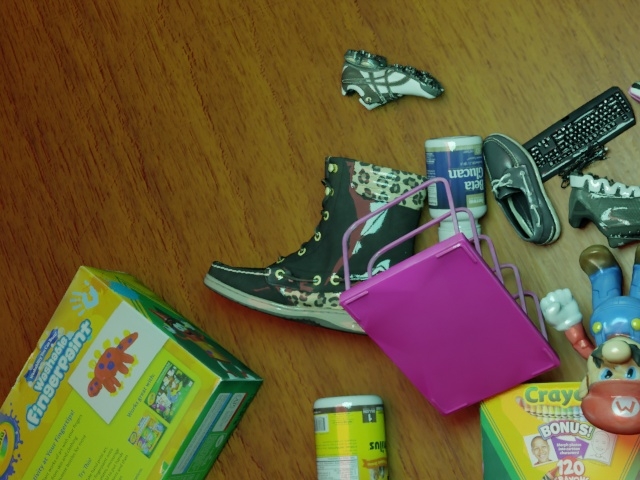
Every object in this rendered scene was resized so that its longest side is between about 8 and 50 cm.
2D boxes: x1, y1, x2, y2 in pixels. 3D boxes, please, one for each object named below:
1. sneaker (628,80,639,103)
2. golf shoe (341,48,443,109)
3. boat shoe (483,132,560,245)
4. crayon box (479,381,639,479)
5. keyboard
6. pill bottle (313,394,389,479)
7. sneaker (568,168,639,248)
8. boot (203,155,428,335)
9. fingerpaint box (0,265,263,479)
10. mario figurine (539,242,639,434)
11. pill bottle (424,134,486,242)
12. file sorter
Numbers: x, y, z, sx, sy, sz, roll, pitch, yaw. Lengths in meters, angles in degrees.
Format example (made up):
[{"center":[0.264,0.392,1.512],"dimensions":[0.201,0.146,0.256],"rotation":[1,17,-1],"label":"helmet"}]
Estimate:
[{"center":[0.554,-0.230,1.606],"dimensions":[0.170,0.063,0.074],"rotation":[11,88,23],"label":"sneaker"},{"center":[0.120,-0.262,1.831],"dimensions":[0.198,0.077,0.094],"rotation":[25,105,34],"label":"golf shoe"},{"center":[0.308,-0.084,1.698],"dimensions":[0.075,0.065,0.206],"rotation":[-42,67,40],"label":"boat shoe"},{"center":[0.385,0.295,1.605],"dimensions":[0.278,0.081,0.165],"rotation":[-6,80,26],"label":"crayon box"},{"center":[0.407,-0.158,1.684],"dimensions":[0.192,0.038,0.100],"rotation":[-35,69,19],"label":"keyboard"},{"center":[0.052,0.363,1.744],"dimensions":[0.117,0.117,0.215],"rotation":[-8,80,26],"label":"pill bottle"},{"center":[0.479,-0.033,1.611],"dimensions":[0.234,0.078,0.106],"rotation":[16,95,30],"label":"sneaker"},{"center":[0.000,0.000,1.810],"dimensions":[0.377,0.138,0.284],"rotation":[12,89,24],"label":"boot"},{"center":[-0.376,0.331,1.940],"dimensions":[0.371,0.163,0.444],"rotation":[34,98,26],"label":"fingerpaint box"},{"center":[0.425,0.122,1.493],"dimensions":[0.198,0.170,0.320],"rotation":[-44,24,44],"label":"mario figurine"},{"center":[0.220,-0.082,1.725],"dimensions":[0.094,0.094,0.169],"rotation":[-1,98,27],"label":"pill bottle"},{"center":[0.189,0.080,1.600],"dimensions":[0.202,0.290,0.182],"rotation":[-29,33,21],"label":"file sorter"}]
